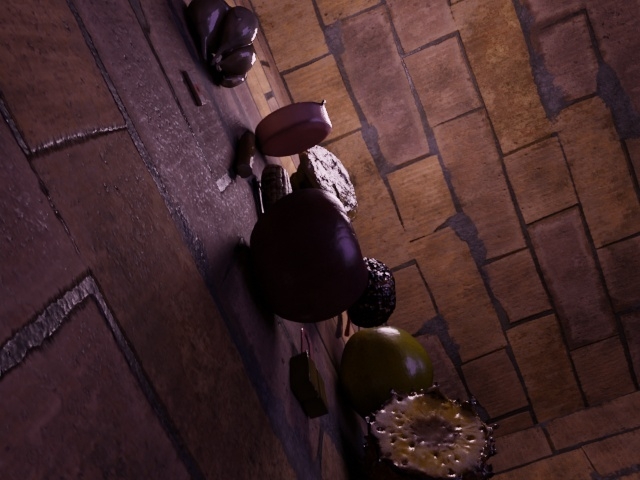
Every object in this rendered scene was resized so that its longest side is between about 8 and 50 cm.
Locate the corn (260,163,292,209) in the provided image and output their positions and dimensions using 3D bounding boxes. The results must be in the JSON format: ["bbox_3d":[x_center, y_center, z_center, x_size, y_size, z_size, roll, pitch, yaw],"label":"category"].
[{"bbox_3d":[-0.116,-0.110,1.732,0.086,0.086,0.253,60,14,-48],"label":"corn"}]

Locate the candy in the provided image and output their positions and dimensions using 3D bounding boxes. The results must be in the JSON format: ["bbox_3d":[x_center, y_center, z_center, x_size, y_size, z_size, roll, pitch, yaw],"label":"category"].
[{"bbox_3d":[-0.081,-0.356,1.998,0.255,0.255,0.094,34,36,-77],"label":"candy"}]

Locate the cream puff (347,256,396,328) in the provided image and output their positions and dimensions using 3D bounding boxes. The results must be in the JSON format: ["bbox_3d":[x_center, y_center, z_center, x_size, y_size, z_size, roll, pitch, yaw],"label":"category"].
[{"bbox_3d":[0.169,0.176,2.087,0.239,0.164,0.239,-1,90,-79],"label":"cream puff"}]

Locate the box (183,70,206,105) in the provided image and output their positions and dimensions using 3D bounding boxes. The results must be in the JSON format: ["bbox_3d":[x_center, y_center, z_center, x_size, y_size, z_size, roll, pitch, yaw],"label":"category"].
[{"bbox_3d":[-0.290,-0.351,1.442,0.046,0.012,0.083,-85,152,-75],"label":"box"}]

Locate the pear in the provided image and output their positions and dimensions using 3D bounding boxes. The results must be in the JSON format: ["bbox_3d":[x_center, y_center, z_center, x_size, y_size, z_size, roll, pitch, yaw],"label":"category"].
[{"bbox_3d":[0.186,0.381,1.786,0.294,0.294,0.294,-22,90,-82],"label":"pear"}]

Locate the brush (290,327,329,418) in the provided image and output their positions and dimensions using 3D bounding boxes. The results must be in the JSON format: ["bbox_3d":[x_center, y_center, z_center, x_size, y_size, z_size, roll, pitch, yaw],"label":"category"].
[{"bbox_3d":[-0.031,0.278,1.399,0.233,0.047,0.103,-101,167,-61],"label":"brush"}]

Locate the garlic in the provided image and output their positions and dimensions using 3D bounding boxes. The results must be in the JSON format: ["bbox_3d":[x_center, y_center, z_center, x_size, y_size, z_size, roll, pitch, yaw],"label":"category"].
[{"bbox_3d":[-0.276,-0.554,1.751,0.292,0.210,0.237,-92,-166,-80],"label":"garlic"}]

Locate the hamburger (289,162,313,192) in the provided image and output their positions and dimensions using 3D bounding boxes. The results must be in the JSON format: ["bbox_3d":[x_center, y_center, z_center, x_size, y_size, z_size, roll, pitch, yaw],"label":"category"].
[{"bbox_3d":[-0.023,-0.144,2.288,0.285,0.134,0.265,59,20,-3],"label":"hamburger"}]

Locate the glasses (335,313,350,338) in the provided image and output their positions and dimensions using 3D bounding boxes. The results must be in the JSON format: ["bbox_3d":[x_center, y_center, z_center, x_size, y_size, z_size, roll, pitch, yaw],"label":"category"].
[{"bbox_3d":[0.075,0.187,2.123,0.234,0.118,0.268,40,30,-77],"label":"glasses"}]

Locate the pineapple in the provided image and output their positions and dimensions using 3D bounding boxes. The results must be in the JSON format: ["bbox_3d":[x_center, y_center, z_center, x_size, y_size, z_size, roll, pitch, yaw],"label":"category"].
[{"bbox_3d":[0.268,0.556,1.546,0.352,0.352,0.300,-101,-177,-54],"label":"pineapple"}]

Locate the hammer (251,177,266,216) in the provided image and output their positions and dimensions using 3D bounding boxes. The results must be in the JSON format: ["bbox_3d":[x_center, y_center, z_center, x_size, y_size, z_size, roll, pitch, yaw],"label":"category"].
[{"bbox_3d":[-0.154,-0.088,1.635,0.065,0.021,0.178,61,11,-48],"label":"hammer"}]

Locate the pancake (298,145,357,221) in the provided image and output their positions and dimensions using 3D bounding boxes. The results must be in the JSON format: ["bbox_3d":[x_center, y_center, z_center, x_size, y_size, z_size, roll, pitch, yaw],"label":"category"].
[{"bbox_3d":[0.032,-0.210,2.224,0.356,0.065,0.356,49,20,-26],"label":"pancake"}]

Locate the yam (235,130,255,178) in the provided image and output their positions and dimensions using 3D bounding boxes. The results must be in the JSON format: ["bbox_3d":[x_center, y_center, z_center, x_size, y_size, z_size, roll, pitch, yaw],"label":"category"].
[{"bbox_3d":[-0.195,-0.230,1.644,0.264,0.046,0.046,-97,164,-62],"label":"yam"}]

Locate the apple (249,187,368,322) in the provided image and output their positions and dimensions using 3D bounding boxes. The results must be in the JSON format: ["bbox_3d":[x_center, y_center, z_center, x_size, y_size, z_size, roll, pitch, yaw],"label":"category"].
[{"bbox_3d":[-0.028,0.036,1.372,0.306,0.235,0.306,-21,90,-86],"label":"apple"}]
